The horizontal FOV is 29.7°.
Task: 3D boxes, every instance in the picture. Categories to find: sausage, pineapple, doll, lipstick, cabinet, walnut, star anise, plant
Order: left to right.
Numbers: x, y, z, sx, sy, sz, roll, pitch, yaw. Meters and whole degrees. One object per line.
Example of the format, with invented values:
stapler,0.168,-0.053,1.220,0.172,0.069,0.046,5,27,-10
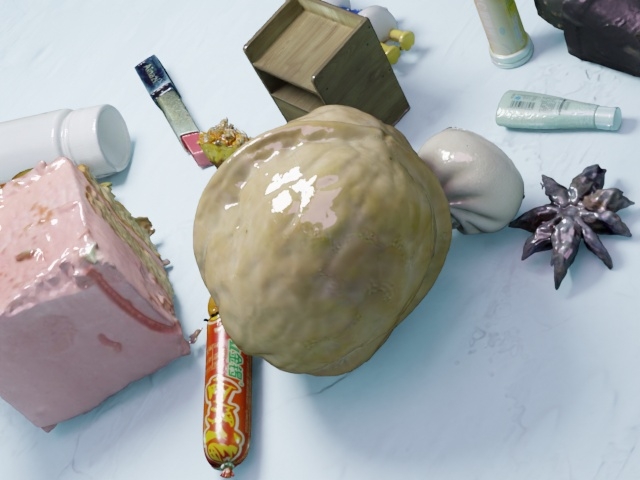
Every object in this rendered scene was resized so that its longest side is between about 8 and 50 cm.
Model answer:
lipstick,-0.266,-0.234,2.209,0.051,0.051,0.312,-31,47,-1
pineapple,-0.163,-0.171,2.108,0.114,0.077,0.114,8,37,-10
sausage,-0.132,0.227,1.752,0.083,0.083,0.264,-15,49,15
walnut,0.000,0.000,1.676,0.381,0.381,0.381,-14,49,16
cabinet,0.011,-0.263,1.982,0.175,0.215,0.148,30,72,39
doll,0.040,-0.388,2.145,0.293,0.119,0.138,32,64,35
star anise,0.355,-0.032,1.723,0.204,0.061,0.181,-47,48,-14
plant,0.449,-0.357,1.879,0.142,0.164,0.256,-46,63,-8

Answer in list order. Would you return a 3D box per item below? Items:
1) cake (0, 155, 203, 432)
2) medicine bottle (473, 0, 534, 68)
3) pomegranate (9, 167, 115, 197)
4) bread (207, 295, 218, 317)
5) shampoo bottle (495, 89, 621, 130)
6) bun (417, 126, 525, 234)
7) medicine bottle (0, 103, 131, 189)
cake,-0.411,0.078,1.867,0.314,0.293,0.307,-34,44,7
medicine bottle,0.281,-0.377,1.934,0.074,0.218,0.074,-14,47,16
pomegranate,-0.461,-0.058,2.110,0.205,0.159,0.159,-12,43,-18
bread,-0.133,0.098,1.874,0.083,0.046,0.081,2,57,26
shampoo bottle,0.368,-0.197,1.865,0.191,0.041,0.069,9,53,32
bun,0.204,-0.074,1.755,0.173,0.173,0.120,25,65,39
medicine bottle,-0.483,-0.166,2.199,0.252,0.144,0.144,-11,50,23
